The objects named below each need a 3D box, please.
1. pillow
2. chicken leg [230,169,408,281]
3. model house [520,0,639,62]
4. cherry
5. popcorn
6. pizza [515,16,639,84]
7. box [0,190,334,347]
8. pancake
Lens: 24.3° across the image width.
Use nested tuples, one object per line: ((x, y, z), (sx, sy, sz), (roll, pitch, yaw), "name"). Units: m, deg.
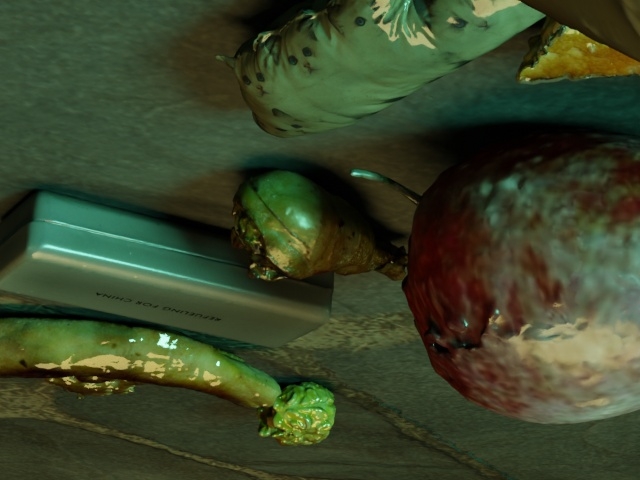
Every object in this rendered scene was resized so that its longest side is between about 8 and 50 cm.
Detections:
((0.020, -0.101, 0.753), (0.093, 0.051, 0.241), (17, 158, -32), "pillow")
((0.000, 0.000, 1.019), (0.093, 0.070, 0.178), (-12, 165, 35), "chicken leg")
((0.104, -0.178, 0.383), (0.219, 0.229, 0.199), (44, 173, 45), "model house")
((0.164, 0.015, 0.875), (0.249, 0.175, 0.192), (-12, 143, 30), "cherry")
((-0.023, 0.172, 1.475), (0.082, 0.057, 0.083), (-14, 150, 36), "popcorn")
((0.176, -0.109, 0.730), (0.184, 0.036, 0.176), (15, 158, -33), "pizza")
((-0.115, 0.025, 1.103), (0.243, 0.055, 0.103), (15, 156, -27), "box")
((-0.194, 0.111, 1.341), (0.257, 0.056, 0.212), (-9, 156, 29), "pancake")
